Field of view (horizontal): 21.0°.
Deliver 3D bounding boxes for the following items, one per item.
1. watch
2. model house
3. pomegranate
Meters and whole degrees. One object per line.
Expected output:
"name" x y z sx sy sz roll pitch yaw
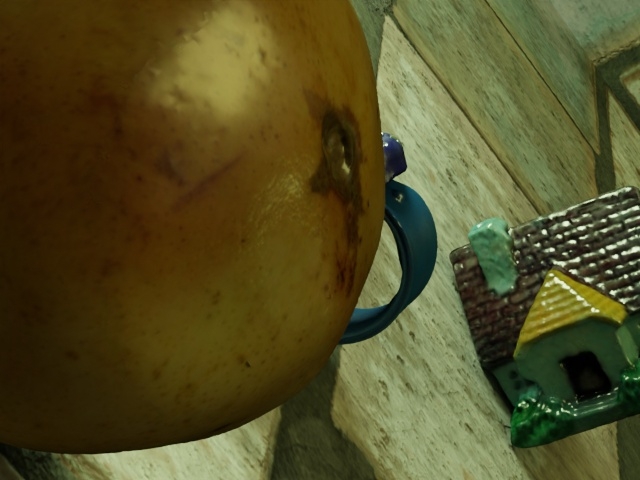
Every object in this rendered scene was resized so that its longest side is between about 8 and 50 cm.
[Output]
"watch" 0.009 -0.002 1.688 0.171 0.196 0.200 -31 115 -57
"model house" 0.315 0.068 2.082 0.249 0.280 0.230 63 22 -13
"pomegranate" -0.148 -0.051 1.188 0.416 0.416 0.417 45 29 -34
